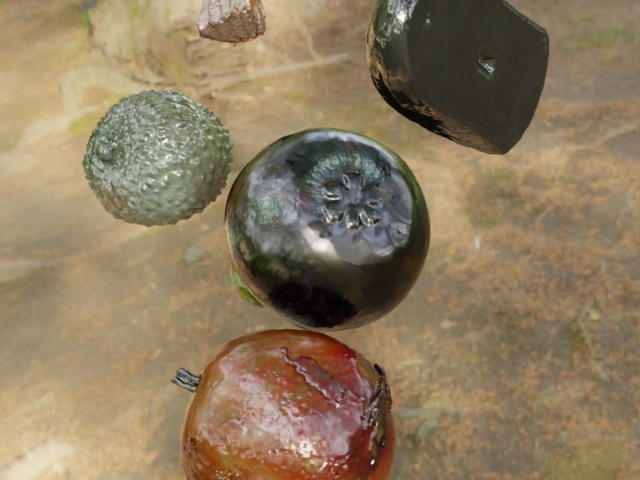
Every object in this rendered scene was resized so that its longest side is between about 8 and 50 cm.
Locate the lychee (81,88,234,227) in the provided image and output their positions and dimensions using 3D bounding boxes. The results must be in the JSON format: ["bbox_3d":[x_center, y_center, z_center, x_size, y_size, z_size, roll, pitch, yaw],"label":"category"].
[{"bbox_3d":[-0.286,-0.144,1.954,0.255,0.255,0.274,12,2,34],"label":"lychee"}]

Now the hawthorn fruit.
[{"bbox_3d":[-0.045,0.265,1.460,0.315,0.316,0.316,-7,28,4],"label":"hawthorn fruit"}]

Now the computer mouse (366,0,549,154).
[{"bbox_3d":[0.114,-0.170,0.999,0.086,0.138,0.269,19,1,37],"label":"computer mouse"}]

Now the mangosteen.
[{"bbox_3d":[0.009,-0.008,1.549,0.300,0.300,0.300,-7,28,4],"label":"mangosteen"}]

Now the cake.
[{"bbox_3d":[-0.150,-0.393,1.909,0.098,0.135,0.287,-16,21,10],"label":"cake"}]
